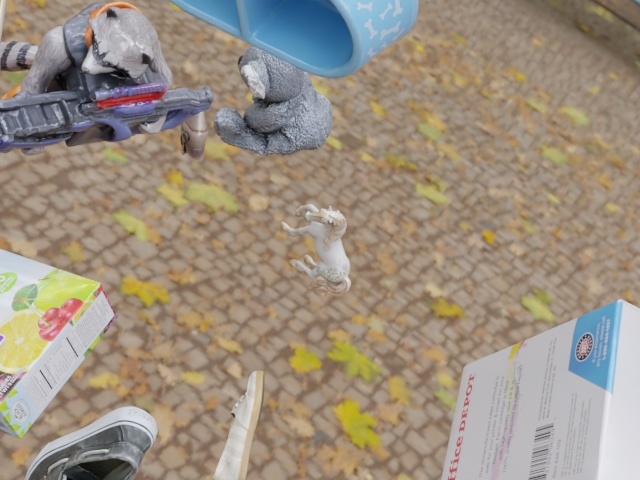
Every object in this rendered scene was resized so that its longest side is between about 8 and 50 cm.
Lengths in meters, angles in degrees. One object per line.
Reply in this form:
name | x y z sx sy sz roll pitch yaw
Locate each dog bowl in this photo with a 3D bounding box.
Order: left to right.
dog bowl | -0.057 -0.248 0.939 0.297 0.166 0.074 30 66 18

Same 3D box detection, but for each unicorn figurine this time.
unicorn figurine | 0.000 0.000 1.249 0.111 0.162 0.060 13 53 46

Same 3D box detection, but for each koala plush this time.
koala plush | -0.077 -0.279 1.851 0.203 0.221 0.196 24 57 22

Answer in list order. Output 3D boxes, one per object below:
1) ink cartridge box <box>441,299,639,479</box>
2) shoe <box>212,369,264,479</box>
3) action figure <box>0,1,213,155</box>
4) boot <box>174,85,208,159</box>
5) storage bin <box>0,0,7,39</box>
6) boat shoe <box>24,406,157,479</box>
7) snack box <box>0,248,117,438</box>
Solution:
ink cartridge box | 0.286 0.222 1.095 0.197 0.270 0.198 26 60 -18
shoe | -0.142 0.333 1.843 0.058 0.076 0.219 11 66 1
action figure | -0.312 -0.179 1.147 0.341 0.330 0.179 -17 92 -49
boot | -0.180 -0.161 1.418 0.042 0.087 0.118 0 18 -16
storage bin | -0.373 -0.181 0.749 0.260 0.123 0.262 5 72 -8
boat shoe | -0.408 0.394 1.732 0.121 0.335 0.119 40 33 -16
snack box | -0.214 0.054 0.644 0.141 0.037 0.100 16 52 27
